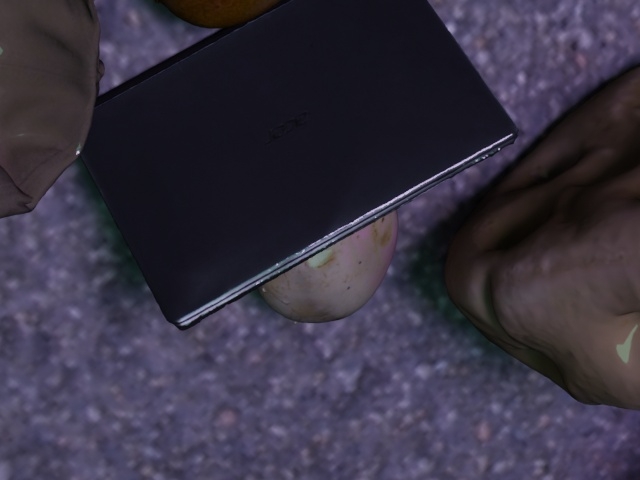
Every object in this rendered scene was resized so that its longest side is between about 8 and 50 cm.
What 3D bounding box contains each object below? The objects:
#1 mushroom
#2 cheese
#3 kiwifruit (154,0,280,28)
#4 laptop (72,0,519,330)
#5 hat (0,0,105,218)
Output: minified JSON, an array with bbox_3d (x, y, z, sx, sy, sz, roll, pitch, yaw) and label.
[{"bbox_3d":[0.000,0.000,0.592,0.084,0.067,0.083,-27,127,-44],"label":"mushroom"},{"bbox_3d":[0.175,-0.005,0.564,0.235,0.218,0.117,-30,106,19],"label":"cheese"},{"bbox_3d":[-0.028,-0.149,0.542,0.124,0.075,0.075,-41,111,4],"label":"kiwifruit"},{"bbox_3d":[-0.017,-0.053,0.560,0.180,0.016,0.129,-30,67,-3],"label":"laptop"},{"bbox_3d":[-0.185,-0.099,0.527,0.175,0.085,0.147,17,107,6],"label":"hat"}]
